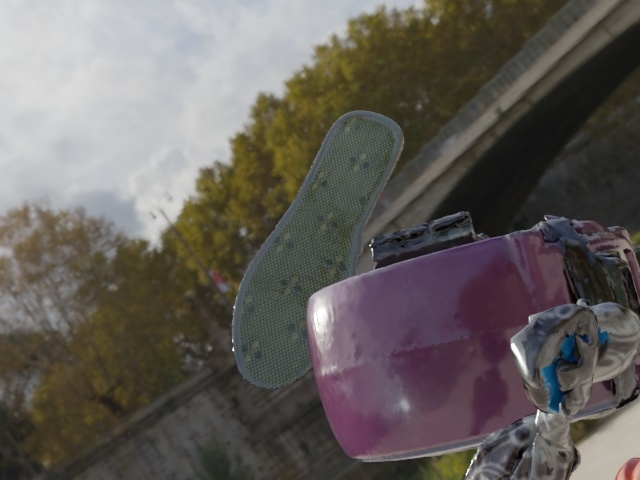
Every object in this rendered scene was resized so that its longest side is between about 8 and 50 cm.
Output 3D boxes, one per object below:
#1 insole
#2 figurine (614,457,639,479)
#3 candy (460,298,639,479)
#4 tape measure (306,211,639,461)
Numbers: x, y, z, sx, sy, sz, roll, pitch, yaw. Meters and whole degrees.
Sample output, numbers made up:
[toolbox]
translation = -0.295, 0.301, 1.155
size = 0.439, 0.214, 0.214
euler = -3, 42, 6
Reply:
[insole]
translation = 0.000, 0.000, 1.009
size = 0.007, 0.109, 0.322
euler = 87, -155, -62
[figurine]
translation = 0.482, 0.221, 0.912
size = 0.241, 0.412, 0.306
euler = -104, 23, -64
[candy]
translation = 0.088, 0.112, 0.483
size = 0.094, 0.051, 0.226
euler = -38, -32, -41
[tape measure]
translation = 0.112, 0.061, 0.714
size = 0.232, 0.149, 0.245
euler = -14, -7, 16
